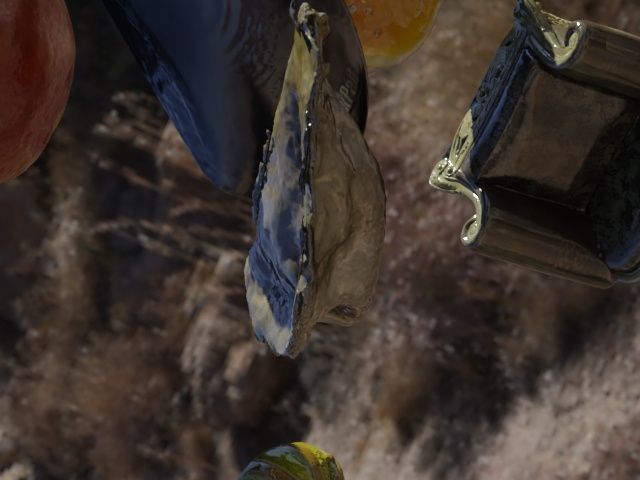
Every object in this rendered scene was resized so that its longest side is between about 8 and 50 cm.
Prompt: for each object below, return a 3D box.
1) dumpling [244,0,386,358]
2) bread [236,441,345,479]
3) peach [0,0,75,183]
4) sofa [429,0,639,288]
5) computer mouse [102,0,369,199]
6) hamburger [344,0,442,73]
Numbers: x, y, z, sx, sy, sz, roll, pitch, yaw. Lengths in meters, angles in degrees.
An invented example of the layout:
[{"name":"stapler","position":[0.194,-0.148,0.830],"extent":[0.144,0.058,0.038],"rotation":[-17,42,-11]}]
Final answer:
[{"name":"dumpling","position":[0.003,-0.003,1.053],"extent":[0.332,0.086,0.166],"rotation":[99,161,-55]},{"name":"bread","position":[-0.036,0.235,1.335],"extent":[0.083,0.094,0.157],"rotation":[-11,23,43]},{"name":"peach","position":[-0.401,-0.200,1.456],"extent":[0.308,0.308,0.332],"rotation":[-95,-14,-85]},{"name":"sofa","position":[0.257,-0.088,1.482],"extent":[0.258,0.200,0.182],"rotation":[-64,26,23]},{"name":"computer mouse","position":[-0.060,-0.168,1.199],"extent":[0.170,0.269,0.100],"rotation":[-33,0,-29]},{"name":"hamburger","position":[0.025,-0.294,1.479],"extent":[0.151,0.227,0.295],"rotation":[-43,27,50]}]
